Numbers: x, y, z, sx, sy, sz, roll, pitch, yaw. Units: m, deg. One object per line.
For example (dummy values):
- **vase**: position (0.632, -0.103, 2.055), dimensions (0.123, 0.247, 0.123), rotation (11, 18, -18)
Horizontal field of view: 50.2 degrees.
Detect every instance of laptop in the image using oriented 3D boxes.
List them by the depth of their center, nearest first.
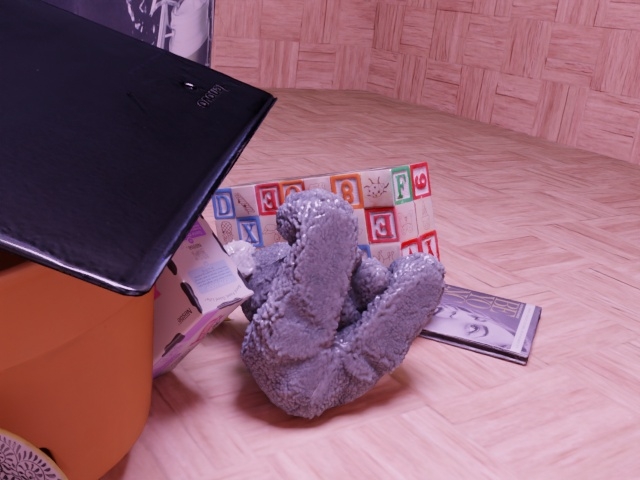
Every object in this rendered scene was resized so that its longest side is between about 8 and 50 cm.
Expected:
- **laptop**: position (-0.291, -0.048, 0.514), dimensions (0.408, 0.236, 0.382), rotation (-30, 18, 19)

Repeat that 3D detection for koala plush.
- **koala plush**: position (-0.025, 0.061, 0.729), dimensions (0.196, 0.203, 0.221), rotation (32, -6, -29)

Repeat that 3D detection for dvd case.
- **dvd case**: position (0.175, 0.096, 0.915), dimensions (0.221, 0.018, 0.164), rotation (14, 20, 20)

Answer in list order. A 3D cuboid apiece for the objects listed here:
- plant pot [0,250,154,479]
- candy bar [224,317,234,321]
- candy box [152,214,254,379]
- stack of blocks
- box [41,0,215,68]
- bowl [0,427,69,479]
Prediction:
- **plant pot**: position (-0.250, 0.067, 0.517), dimensions (0.291, 0.203, 0.291), rotation (-5, 26, 2)
- **candy bar**: position (-0.171, 0.074, 0.863), dimensions (0.040, 0.018, 0.161), rotation (-10, 26, -40)
- **candy box**: position (-0.181, 0.023, 0.661), dimensions (0.196, 0.165, 0.070), rotation (54, 35, 11)
- **stack of blocks**: position (0.000, 0.000, 0.892), dimensions (0.297, 0.171, 0.087), rotation (-2, 10, 38)
- **box**: position (-0.356, -0.216, 0.943), dimensions (0.297, 0.471, 0.480), rotation (9, 20, 6)
- **bowl**: position (-0.214, 0.192, 0.378), dimensions (0.170, 0.170, 0.080), rotation (7, -26, -14)
